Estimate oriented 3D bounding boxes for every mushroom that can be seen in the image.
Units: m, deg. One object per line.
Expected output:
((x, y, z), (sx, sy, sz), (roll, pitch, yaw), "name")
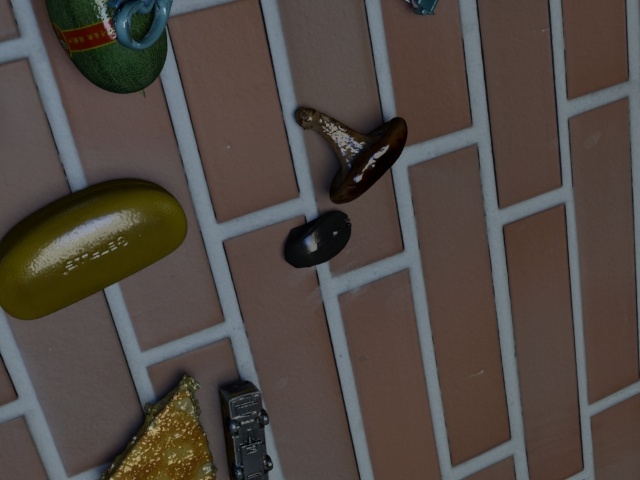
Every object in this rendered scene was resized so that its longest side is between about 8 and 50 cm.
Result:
((0.051, -0.214, 1.733), (0.217, 0.148, 0.227), (44, 81, -15), "mushroom")

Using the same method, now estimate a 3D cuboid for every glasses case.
((-0.431, 0.006, 1.559), (0.371, 0.141, 0.173), (-28, 117, -15), "glasses case")

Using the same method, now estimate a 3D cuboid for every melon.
((-0.359, -0.370, 1.437), (0.182, 0.182, 0.287), (-30, 117, -13), "melon")

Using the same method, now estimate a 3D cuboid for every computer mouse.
((0.000, 0.000, 1.808), (0.172, 0.057, 0.099), (-33, 111, -13), "computer mouse")

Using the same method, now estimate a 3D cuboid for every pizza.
((-0.312, 0.415, 1.803), (0.280, 0.075, 0.287), (14, 99, -33), "pizza")

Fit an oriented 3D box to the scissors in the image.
((-0.241, -0.443, 1.400), (0.032, 0.393, 0.180), (13, 124, 14), "scissors")

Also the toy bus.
((-0.166, 0.434, 1.856), (0.092, 0.106, 0.268), (-13, 115, -21), "toy bus")

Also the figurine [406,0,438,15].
((0.182, -0.510, 1.705), (0.140, 0.075, 0.068), (27, 95, -32), "figurine")
